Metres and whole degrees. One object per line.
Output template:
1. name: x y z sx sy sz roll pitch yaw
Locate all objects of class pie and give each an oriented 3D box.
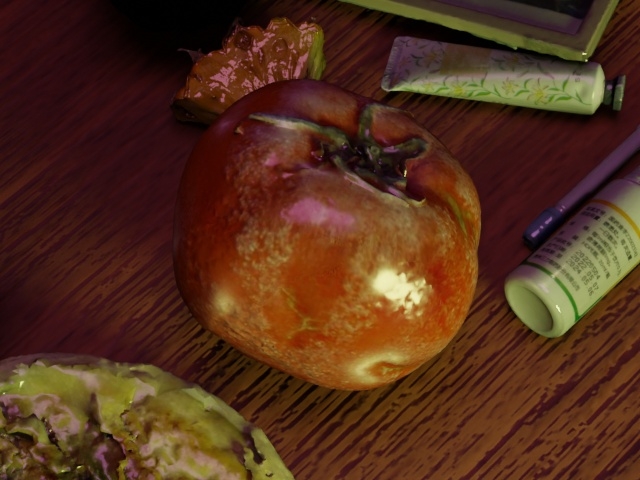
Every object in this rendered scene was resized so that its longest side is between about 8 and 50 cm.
1. pie: -0.160 0.223 1.216 0.339 0.077 0.339 0 57 0

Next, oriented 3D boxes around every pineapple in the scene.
1. pineapple: -0.050 -0.117 1.446 0.137 0.069 0.116 -24 66 -4

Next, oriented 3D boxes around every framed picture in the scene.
1. framed picture: 0.121 -0.271 1.535 0.315 0.024 0.232 17 59 20

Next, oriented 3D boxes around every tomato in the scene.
1. tomato: 0.001 -0.002 1.294 0.232 0.188 0.232 21 35 -16

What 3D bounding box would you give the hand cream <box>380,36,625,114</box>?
1. hand cream: 0.149 -0.134 1.463 0.194 0.042 0.067 9 54 9

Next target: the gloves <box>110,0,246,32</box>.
1. gloves: -0.113 -0.299 1.501 0.197 0.152 0.301 -1 61 14

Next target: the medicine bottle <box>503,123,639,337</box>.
1. medicine bottle: 0.222 -0.020 1.383 0.220 0.061 0.092 -40 47 -23
